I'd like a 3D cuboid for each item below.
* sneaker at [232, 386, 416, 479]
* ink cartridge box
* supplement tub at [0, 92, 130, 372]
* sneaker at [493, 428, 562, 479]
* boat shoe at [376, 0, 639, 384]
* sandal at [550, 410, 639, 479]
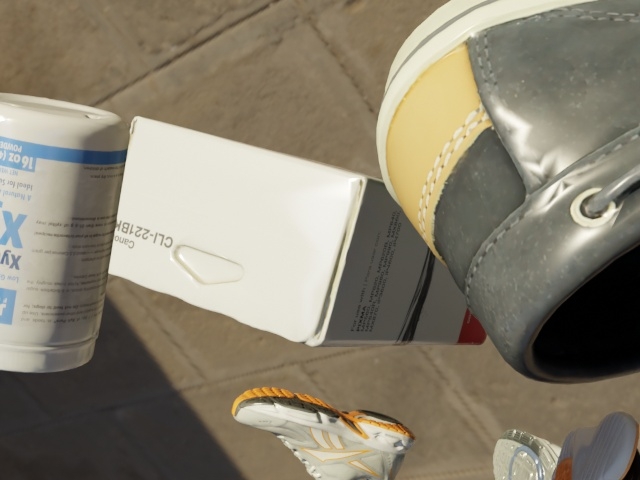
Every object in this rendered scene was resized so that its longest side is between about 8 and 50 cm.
[{"bbox_3d":[-0.002,0.282,1.468,0.262,0.121,0.099,17,-177,-15],"label":"sneaker"},{"bbox_3d":[0.000,0.000,0.812,0.197,0.273,0.114,17,95,30],"label":"ink cartridge box"},{"bbox_3d":[-0.123,-0.005,0.461,0.071,0.071,0.107,14,101,21],"label":"supplement tub"},{"bbox_3d":[0.367,0.363,1.548,0.297,0.129,0.111,29,103,50],"label":"sneaker"},{"bbox_3d":[0.276,-0.047,0.427,0.499,0.156,0.187,-10,140,-1],"label":"boat shoe"},{"bbox_3d":[0.297,0.244,1.113,0.076,0.102,0.265,21,162,4],"label":"sandal"}]
